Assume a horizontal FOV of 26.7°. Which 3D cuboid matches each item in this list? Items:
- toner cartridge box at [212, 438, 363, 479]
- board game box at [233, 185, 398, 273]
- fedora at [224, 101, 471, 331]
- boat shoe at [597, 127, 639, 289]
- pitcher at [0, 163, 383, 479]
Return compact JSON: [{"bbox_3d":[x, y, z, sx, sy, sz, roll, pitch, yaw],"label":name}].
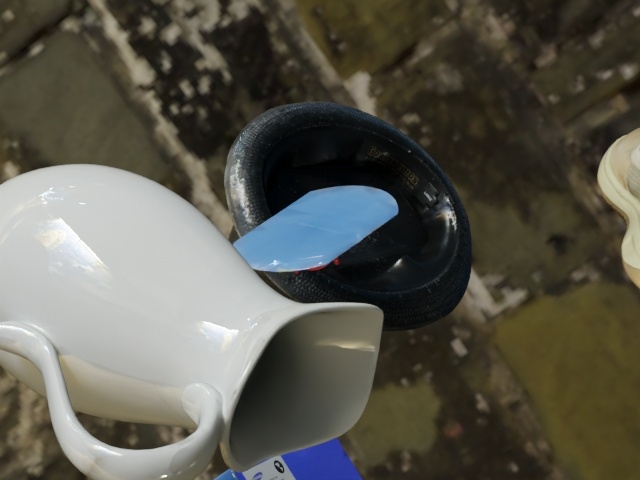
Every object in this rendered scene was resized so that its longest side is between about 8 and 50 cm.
[{"bbox_3d":[-0.135,0.279,1.083,0.075,0.348,0.165,58,24,12],"label":"toner cartridge box"},{"bbox_3d":[0.000,0.000,1.335,0.133,0.169,0.033,14,-50,45],"label":"board game box"},{"bbox_3d":[0.012,-0.004,1.584,0.334,0.152,0.334,18,52,-24],"label":"fedora"},{"bbox_3d":[0.276,-0.036,0.992,0.109,0.098,0.302,34,22,-3],"label":"boat shoe"},{"bbox_3d":[-0.100,0.045,0.667,0.207,0.125,0.178,25,27,29],"label":"pitcher"}]
